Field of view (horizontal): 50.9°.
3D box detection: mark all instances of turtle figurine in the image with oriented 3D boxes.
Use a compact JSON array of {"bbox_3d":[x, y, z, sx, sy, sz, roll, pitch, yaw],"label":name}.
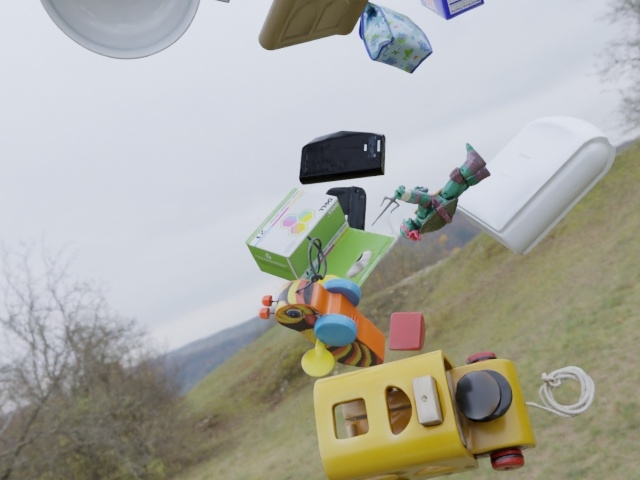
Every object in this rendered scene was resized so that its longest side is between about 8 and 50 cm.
[{"bbox_3d":[0.210,-0.079,1.273,0.234,0.118,0.175,-39,-3,9],"label":"turtle figurine"}]

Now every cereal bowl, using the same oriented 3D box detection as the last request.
[{"bbox_3d":[-0.423,-0.561,1.409,0.339,0.339,0.141,-21,28,-9],"label":"cereal bowl"}]

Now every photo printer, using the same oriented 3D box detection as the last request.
[{"bbox_3d":[0.455,-0.134,1.431,0.307,0.107,0.256,-46,21,6],"label":"photo printer"}]

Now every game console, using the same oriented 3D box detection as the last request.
[{"bbox_3d":[0.045,-0.110,1.616,0.213,0.361,0.044,-5,-28,20],"label":"game console"}]

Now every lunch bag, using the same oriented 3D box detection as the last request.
[{"bbox_3d":[0.158,-0.459,1.487,0.128,0.151,0.096,7,-33,-38],"label":"lunch bag"}]

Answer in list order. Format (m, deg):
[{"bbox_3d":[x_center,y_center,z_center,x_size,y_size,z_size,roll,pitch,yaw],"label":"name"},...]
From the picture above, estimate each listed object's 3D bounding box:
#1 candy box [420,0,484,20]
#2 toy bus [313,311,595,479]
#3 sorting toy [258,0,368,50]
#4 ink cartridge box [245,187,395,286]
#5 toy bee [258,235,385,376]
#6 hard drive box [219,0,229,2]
[{"bbox_3d":[0.310,-0.779,1.796,0.122,0.317,0.268,-21,29,2],"label":"candy box"},{"bbox_3d":[0.093,0.143,0.558,0.202,0.191,0.104,-56,-33,-9],"label":"toy bus"},{"bbox_3d":[0.027,-0.461,1.120,0.229,0.041,0.307,-24,-23,-42],"label":"sorting toy"},{"bbox_3d":[0.000,0.000,1.429,0.255,0.097,0.189,15,55,39],"label":"ink cartridge box"},{"bbox_3d":[-0.011,0.114,1.137,0.162,0.298,0.195,-12,24,24],"label":"toy bee"},{"bbox_3d":[-0.321,-0.699,1.632,0.232,0.089,0.181,7,-58,-17],"label":"hard drive box"}]
